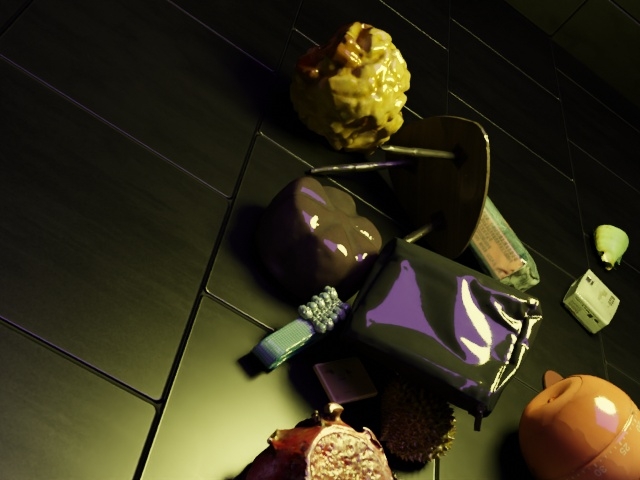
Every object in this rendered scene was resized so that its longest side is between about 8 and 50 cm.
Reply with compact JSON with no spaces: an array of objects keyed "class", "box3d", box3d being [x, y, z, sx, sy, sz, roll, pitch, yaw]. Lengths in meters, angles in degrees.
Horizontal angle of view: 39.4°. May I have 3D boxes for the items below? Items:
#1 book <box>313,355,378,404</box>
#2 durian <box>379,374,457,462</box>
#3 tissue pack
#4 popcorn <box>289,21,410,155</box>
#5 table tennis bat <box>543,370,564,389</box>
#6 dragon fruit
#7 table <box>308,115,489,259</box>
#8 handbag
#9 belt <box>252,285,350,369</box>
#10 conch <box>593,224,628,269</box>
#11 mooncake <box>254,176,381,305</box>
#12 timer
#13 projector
[{"class":"book","box3d":[0.044,0.239,1.530,0.111,0.014,0.077,-3,55,-47]},{"class":"durian","box3d":[0.174,0.284,1.544,0.146,0.102,0.208,20,37,-22]},{"class":"tissue pack","box3d":[0.359,-0.030,1.993,0.316,0.103,0.228,59,12,23]},{"class":"popcorn","box3d":[0.066,-0.313,1.947,0.332,0.264,0.225,63,31,-52]},{"class":"table tennis bat","box3d":[0.508,0.341,1.895,0.087,0.013,0.156,34,34,-18]},{"class":"dragon fruit","box3d":[0.017,0.348,1.274,0.282,0.147,0.211,14,43,-33]},{"class":"table","box3d":[0.145,-0.114,1.856,0.249,0.317,0.317,-13,62,-35]},{"class":"handbag","box3d":[0.196,0.172,1.537,0.301,0.178,0.275,26,58,10]},{"class":"belt","box3d":[-0.035,0.152,1.473,0.065,0.100,0.179,47,37,11]},{"class":"conch","box3d":[0.798,0.014,2.483,0.105,0.079,0.170,30,41,7]},{"class":"mooncake","box3d":[0.000,0.000,1.645,0.245,0.133,0.245,33,29,-21]},{"class":"timer","box3d":[0.488,0.372,1.652,0.215,0.229,0.229,55,35,1]},{"class":"projector","box3d":[0.666,0.152,2.208,0.115,0.061,0.147,48,35,4]}]
